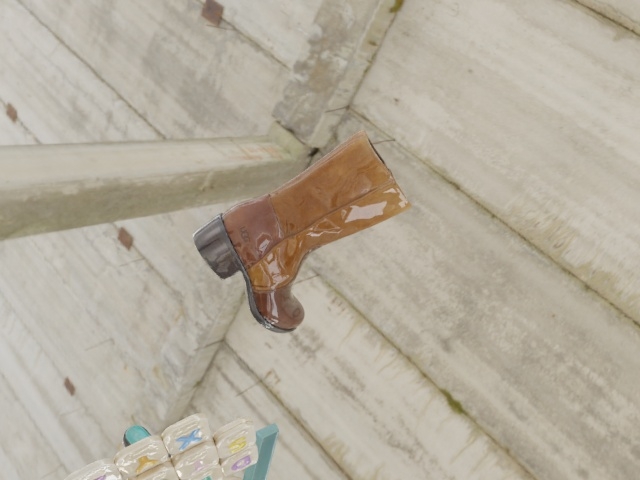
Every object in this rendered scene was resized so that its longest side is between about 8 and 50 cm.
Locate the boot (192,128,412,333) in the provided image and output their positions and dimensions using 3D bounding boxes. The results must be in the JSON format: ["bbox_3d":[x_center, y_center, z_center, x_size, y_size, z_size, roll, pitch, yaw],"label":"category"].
[{"bbox_3d":[0.000,0.000,0.803,0.280,0.096,0.264,-29,-54,6],"label":"boot"}]

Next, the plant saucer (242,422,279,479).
[{"bbox_3d":[-0.113,0.418,0.953,0.018,0.067,0.192,16,-86,26],"label":"plant saucer"}]

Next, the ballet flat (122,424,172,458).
[{"bbox_3d":[-0.332,0.466,1.118,0.203,0.074,0.074,42,-60,18],"label":"ballet flat"}]

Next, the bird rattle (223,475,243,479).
[{"bbox_3d":[-0.239,0.643,1.251,0.143,0.253,0.207,-20,-131,62],"label":"bird rattle"}]

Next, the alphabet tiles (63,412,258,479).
[{"bbox_3d":[-0.215,0.329,0.725,0.021,0.284,0.278,53,-27,34],"label":"alphabet tiles"}]
